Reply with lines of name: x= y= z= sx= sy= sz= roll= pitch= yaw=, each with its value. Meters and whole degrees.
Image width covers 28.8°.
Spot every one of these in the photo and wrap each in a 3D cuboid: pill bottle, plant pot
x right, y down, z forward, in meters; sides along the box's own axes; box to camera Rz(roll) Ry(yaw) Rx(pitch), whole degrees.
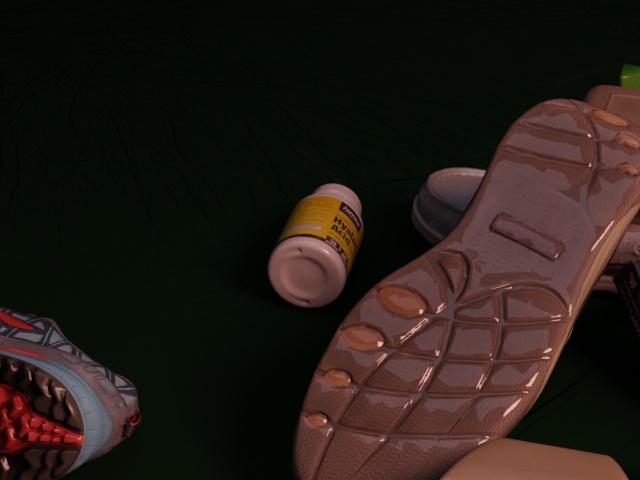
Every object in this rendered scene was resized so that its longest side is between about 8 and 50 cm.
pill bottle: x=0.000 y=0.000 z=1.032 sx=0.065 sy=0.065 sz=0.116 roll=5 pitch=31 yaw=11
plant pot: x=0.125 y=0.170 z=0.709 sx=0.109 sy=0.109 sz=0.096 roll=8 pitch=20 yaw=16

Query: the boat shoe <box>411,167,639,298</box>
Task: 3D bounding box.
boat shoe: x=0.226 y=-0.016 z=1.010 sx=0.320 sy=0.103 sz=0.118 roll=17 pitch=35 yaw=28

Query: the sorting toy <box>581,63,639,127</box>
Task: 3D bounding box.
sorting toy: x=0.335 y=-0.091 z=1.193 sx=0.196 sy=0.047 sz=0.347 roll=5 pitch=31 yaw=20

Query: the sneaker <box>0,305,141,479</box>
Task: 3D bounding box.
sneaker: x=-0.240 y=0.094 z=0.874 sx=0.262 sy=0.104 sz=0.125 roll=24 pitch=11 yaw=25

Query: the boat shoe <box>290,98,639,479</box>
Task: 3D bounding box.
boat shoe: x=0.116 y=0.061 z=0.856 sx=0.132 sy=0.130 sz=0.355 roll=33 pitch=66 yaw=24

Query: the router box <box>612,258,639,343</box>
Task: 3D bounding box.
router box: x=0.273 y=0.064 z=0.877 sx=0.092 sy=0.038 sz=0.122 roll=-13 pitch=69 yaw=-17
